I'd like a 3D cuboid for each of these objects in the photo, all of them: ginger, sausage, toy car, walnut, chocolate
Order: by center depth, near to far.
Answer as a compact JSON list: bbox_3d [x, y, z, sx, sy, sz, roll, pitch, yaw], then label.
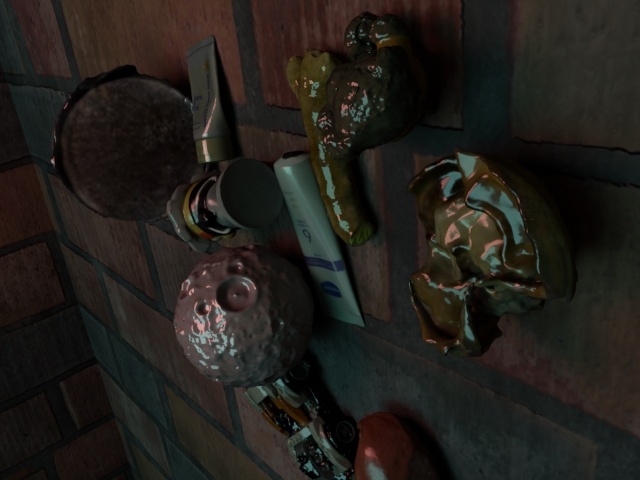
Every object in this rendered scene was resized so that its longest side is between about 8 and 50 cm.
[{"bbox_3d":[0.190,0.003,0.633,0.204,0.141,0.238,64,148,21],"label":"walnut"},{"bbox_3d":[0.017,-0.131,0.834,0.118,0.065,0.299,13,120,64],"label":"ginger"},{"bbox_3d":[0.134,0.418,0.946,0.148,0.148,0.255,-12,100,54],"label":"sausage"},{"bbox_3d":[-0.036,0.369,1.158,0.301,0.118,0.193,54,141,11],"label":"toy car"},{"bbox_3d":[-0.393,-0.194,1.182,0.213,0.303,0.303,23,129,66],"label":"chocolate"}]

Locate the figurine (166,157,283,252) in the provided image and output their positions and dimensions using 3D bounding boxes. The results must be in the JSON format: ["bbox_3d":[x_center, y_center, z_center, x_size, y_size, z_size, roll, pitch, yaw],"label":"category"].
[{"bbox_3d":[-0.171,-0.070,1.015,0.236,0.176,0.133,-14,111,52],"label":"figurine"}]

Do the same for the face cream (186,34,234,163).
[{"bbox_3d":[-0.216,-0.261,1.071,0.114,0.070,0.224,0,102,52],"label":"face cream"}]

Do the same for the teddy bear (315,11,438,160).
[{"bbox_3d":[0.065,-0.166,0.656,0.140,0.190,0.177,25,115,4],"label":"teddy bear"}]

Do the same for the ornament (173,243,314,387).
[{"bbox_3d":[-0.135,0.131,1.021,0.259,0.259,0.225,51,167,19],"label":"ornament"}]

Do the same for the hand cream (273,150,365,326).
[{"bbox_3d":[0.000,0.000,0.962,0.109,0.067,0.321,9,124,49],"label":"hand cream"}]
